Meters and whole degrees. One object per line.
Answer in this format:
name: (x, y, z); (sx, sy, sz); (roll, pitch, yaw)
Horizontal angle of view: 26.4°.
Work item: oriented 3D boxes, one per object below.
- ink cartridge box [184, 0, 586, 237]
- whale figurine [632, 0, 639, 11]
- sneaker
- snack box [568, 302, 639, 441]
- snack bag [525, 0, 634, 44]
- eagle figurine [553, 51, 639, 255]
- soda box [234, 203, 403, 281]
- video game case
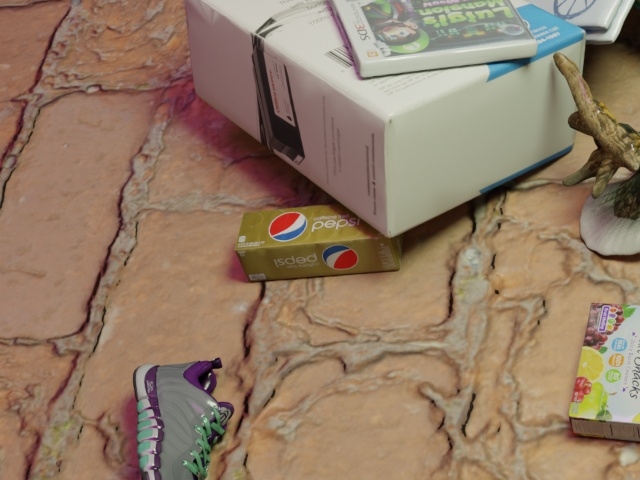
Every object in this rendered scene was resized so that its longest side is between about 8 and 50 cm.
ink cartridge box: (0.065, -0.205, 1.589); (0.285, 0.166, 0.395); (-25, 43, -27)
whale figurine: (0.434, -0.309, 1.608); (0.216, 0.141, 0.272); (-20, 46, -11)
sneaker: (-0.133, 0.202, 1.384); (0.098, 0.083, 0.224); (-14, 45, 0)
snack box: (0.303, 0.127, 1.326); (0.100, 0.037, 0.141); (3, 50, 20)
snack bag: (0.304, -0.370, 1.644); (0.342, 0.037, 0.323); (9, 70, 61)
eagle figurine: (0.418, -0.105, 1.431); (0.298, 0.225, 0.226); (-2, 85, -22)
soda box: (0.000, 0.000, 1.537); (0.181, 0.058, 0.061); (-5, 46, 15)
video game case: (0.117, -0.238, 1.471); (0.190, 0.022, 0.173); (-8, 39, -8)
